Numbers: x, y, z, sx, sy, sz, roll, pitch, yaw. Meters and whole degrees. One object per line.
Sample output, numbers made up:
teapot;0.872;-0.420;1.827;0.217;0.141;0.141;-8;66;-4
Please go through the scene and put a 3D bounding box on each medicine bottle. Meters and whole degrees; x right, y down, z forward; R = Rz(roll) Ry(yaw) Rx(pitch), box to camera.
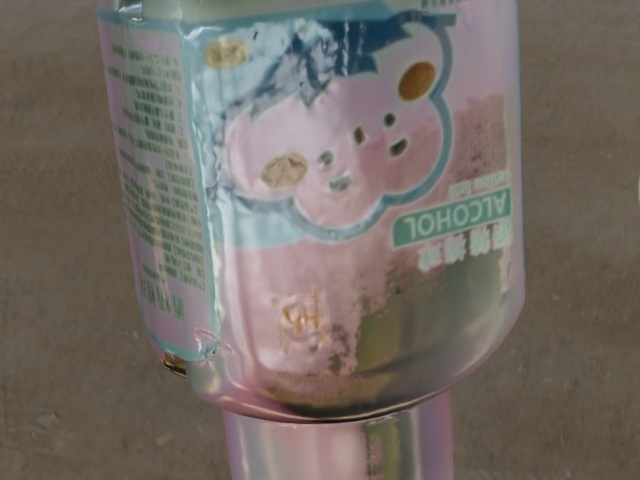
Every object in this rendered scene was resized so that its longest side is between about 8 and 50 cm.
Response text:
medicine bottle;0.000;0.000;0.392;0.119;0.188;0.094;-14;20;-25

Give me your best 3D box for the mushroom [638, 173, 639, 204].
mushroom;0.413;-0.011;0.756;0.397;0.177;0.126;18;38;3
